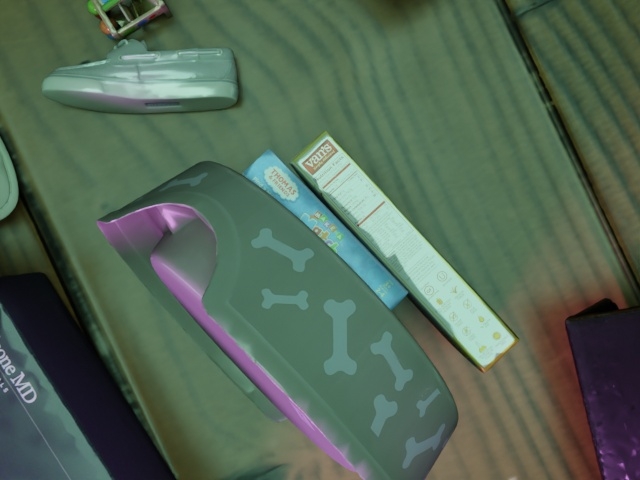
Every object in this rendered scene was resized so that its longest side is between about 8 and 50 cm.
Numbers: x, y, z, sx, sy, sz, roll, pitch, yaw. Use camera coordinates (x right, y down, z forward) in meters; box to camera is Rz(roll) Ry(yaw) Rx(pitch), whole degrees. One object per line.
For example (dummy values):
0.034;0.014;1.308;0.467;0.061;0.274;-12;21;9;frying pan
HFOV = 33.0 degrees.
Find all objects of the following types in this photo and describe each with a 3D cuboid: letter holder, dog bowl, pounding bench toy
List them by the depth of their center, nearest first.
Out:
-0.029;0.078;0.896;0.102;0.349;0.349;-44;89;-11;dog bowl
0.362;0.187;0.988;0.152;0.214;0.301;-13;91;33;letter holder
-0.186;-0.225;1.015;0.065;0.083;0.052;-32;90;0;pounding bench toy

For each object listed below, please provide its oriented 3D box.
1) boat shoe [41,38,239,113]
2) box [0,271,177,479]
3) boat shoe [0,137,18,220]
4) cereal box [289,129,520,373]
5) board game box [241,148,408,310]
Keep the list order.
-0.170;-0.160;1.027;0.184;0.066;0.063;-1;80;2;boat shoe
-0.310;0.254;0.971;0.313;0.179;0.343;-32;90;2;box
-0.427;-0.118;1.030;0.319;0.116;0.099;41;134;-6;boat shoe
0.070;0.008;0.967;0.047;0.173;0.240;-43;89;1;cereal box
0.000;0.000;0.947;0.039;0.211;0.160;-44;90;-2;board game box
